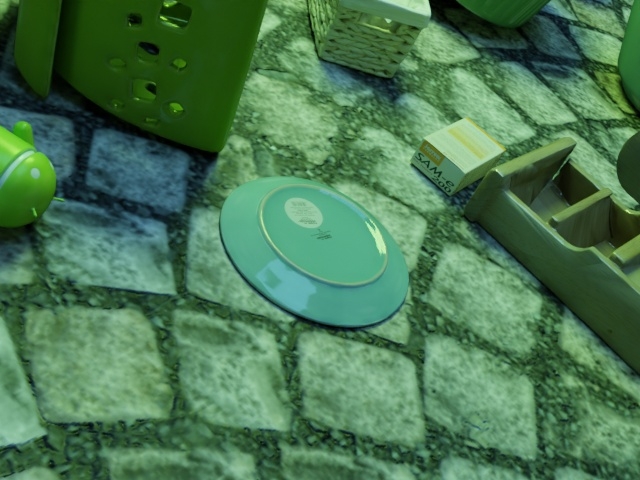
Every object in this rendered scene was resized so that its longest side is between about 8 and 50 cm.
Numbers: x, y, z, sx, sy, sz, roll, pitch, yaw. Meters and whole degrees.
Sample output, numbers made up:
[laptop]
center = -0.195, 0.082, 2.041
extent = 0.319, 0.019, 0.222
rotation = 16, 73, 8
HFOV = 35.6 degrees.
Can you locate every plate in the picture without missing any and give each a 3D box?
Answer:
[plate]
center = 0.000, 0.000, 0.909
extent = 0.188, 0.024, 0.188
rotation = 17, 41, -15

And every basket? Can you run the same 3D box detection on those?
[basket]
center = 0.051, -0.287, 1.197
extent = 0.113, 0.103, 0.167
rotation = 13, 40, -20

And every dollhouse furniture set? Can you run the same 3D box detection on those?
[dollhouse furniture set]
center = 0.364, -0.103, 0.955
extent = 0.256, 0.394, 0.362
rotation = 45, 40, 19

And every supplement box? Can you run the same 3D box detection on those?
[supplement box]
center = 0.152, -0.094, 1.100
extent = 0.062, 0.036, 0.098
rotation = 43, 40, 16

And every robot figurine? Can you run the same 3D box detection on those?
[robot figurine]
center = -0.256, -0.054, 0.769
extent = 0.115, 0.067, 0.101
rotation = 32, 26, 2

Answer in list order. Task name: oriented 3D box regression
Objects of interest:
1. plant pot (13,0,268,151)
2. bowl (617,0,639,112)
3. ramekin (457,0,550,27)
[plant pot]
center = -0.164, -0.248, 0.926
extent = 0.207, 0.228, 0.227
rotation = 11, 42, -14
[bowl]
center = 0.555, -0.246, 1.426
extent = 0.311, 0.163, 0.312
rotation = 17, 39, -15
[ramekin]
center = 0.234, -0.444, 1.406
extent = 0.303, 0.148, 0.303
rotation = 31, 33, -23
